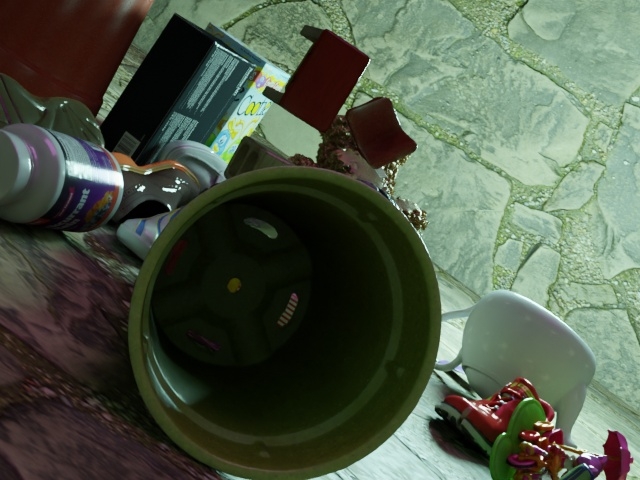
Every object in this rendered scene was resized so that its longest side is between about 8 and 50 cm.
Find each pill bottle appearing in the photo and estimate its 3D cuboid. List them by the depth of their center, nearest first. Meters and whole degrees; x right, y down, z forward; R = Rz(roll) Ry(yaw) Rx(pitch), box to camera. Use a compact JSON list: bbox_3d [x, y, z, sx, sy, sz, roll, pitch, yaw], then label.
[{"bbox_3d":[-0.308,-0.069,1.238,0.108,0.108,0.193,38,9,19],"label":"pill bottle"}]

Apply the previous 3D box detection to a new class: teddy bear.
[{"bbox_3d":[0.053,-0.077,1.852,0.245,0.113,0.338,12,47,-25],"label":"teddy bear"}]

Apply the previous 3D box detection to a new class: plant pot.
[{"bbox_3d":[-0.060,0.061,1.081,0.276,0.276,0.254,33,-4,-17],"label":"plant pot"},{"bbox_3d":[-0.426,-0.351,1.870,0.272,0.265,0.272,35,8,-6],"label":"plant pot"}]

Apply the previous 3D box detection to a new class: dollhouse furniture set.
[{"bbox_3d":[-0.015,-0.031,1.291,0.201,0.374,0.152,30,5,-21],"label":"dollhouse furniture set"}]

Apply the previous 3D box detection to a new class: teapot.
[{"bbox_3d":[0.330,0.217,1.951,0.252,0.187,0.256,42,-10,-13],"label":"teapot"}]

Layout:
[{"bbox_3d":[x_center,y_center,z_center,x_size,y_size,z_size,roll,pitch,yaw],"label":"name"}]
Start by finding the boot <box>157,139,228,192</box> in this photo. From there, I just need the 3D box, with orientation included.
[{"bbox_3d":[-0.158,-0.070,1.918,0.258,0.095,0.123,35,7,-36],"label":"boot"}]

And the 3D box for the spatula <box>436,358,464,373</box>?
[{"bbox_3d":[0.184,0.181,2.107,0.296,0.030,0.084,36,7,14],"label":"spatula"}]

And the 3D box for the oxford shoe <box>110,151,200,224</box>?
[{"bbox_3d":[-0.238,-0.051,1.575,0.098,0.097,0.271,55,20,15],"label":"oxford shoe"}]

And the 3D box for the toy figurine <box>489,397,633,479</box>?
[{"bbox_3d":[0.339,0.294,1.540,0.159,0.130,0.173,3,9,36],"label":"toy figurine"}]

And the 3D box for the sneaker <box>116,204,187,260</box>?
[{"bbox_3d":[-0.173,-0.027,1.486,0.091,0.126,0.240,37,7,17],"label":"sneaker"}]

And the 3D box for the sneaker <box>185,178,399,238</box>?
[{"bbox_3d":[-0.040,-0.004,1.461,0.297,0.129,0.111,1,36,-25],"label":"sneaker"}]

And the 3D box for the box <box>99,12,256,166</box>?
[{"bbox_3d":[-0.248,-0.235,1.933,0.103,0.261,0.184,38,7,20],"label":"box"}]

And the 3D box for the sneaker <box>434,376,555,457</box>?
[{"bbox_3d":[0.267,0.253,1.693,0.107,0.118,0.279,39,9,34],"label":"sneaker"}]

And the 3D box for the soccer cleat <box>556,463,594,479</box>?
[{"bbox_3d":[0.414,0.388,1.482,0.289,0.121,0.093,32,8,-22],"label":"soccer cleat"}]

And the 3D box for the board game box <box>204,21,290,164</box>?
[{"bbox_3d":[-0.206,-0.243,2.111,0.144,0.275,0.142,37,8,15],"label":"board game box"}]

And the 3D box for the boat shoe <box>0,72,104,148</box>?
[{"bbox_3d":[-0.381,-0.131,1.370,0.109,0.098,0.302,68,19,8],"label":"boat shoe"}]
